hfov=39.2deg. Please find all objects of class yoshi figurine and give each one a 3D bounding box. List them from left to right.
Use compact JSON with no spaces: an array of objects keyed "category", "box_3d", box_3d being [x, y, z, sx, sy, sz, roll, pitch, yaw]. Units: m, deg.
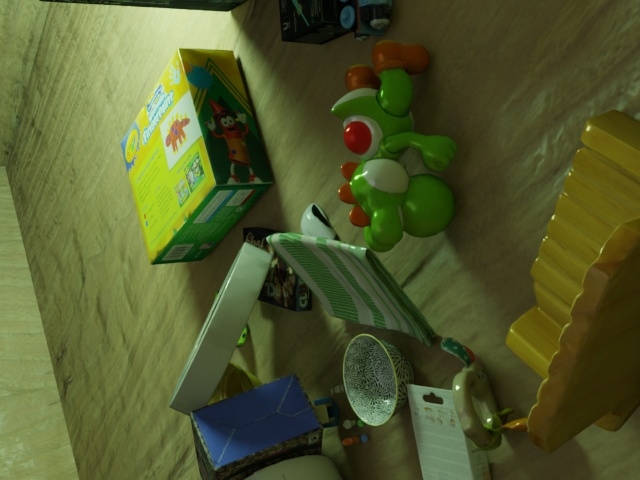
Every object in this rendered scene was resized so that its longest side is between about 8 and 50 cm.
[{"category":"yoshi figurine","box_3d":[0.145,-0.149,1.561,0.202,0.203,0.362,-7,69,18]}]

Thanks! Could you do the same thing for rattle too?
[{"category":"rattle","box_3d":[0.280,0.224,1.439,0.142,0.130,0.200,-41,32,38]}]

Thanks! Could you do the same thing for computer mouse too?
[{"category":"computer mouse","box_3d":[0.000,0.000,1.869,0.193,0.042,0.106,56,138,38]}]

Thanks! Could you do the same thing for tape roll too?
[{"category":"tape roll","box_3d":[-0.213,0.192,1.914,0.392,0.072,0.392,-156,90,-84]},{"category":"tape roll","box_3d":[-0.078,0.554,1.826,0.100,0.286,0.286,62,140,33]}]

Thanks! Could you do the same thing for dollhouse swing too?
[{"category":"dollhouse swing","box_3d":[0.316,0.045,1.145,0.315,0.304,0.347,45,130,46]}]

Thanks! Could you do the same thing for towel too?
[{"category":"towel","box_3d":[0.051,0.084,1.673,0.248,0.038,0.324,52,159,-28]}]

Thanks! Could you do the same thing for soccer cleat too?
[{"category":"soccer cleat","box_3d":[-0.224,0.200,2.234,0.072,0.060,0.179,107,150,-44]}]

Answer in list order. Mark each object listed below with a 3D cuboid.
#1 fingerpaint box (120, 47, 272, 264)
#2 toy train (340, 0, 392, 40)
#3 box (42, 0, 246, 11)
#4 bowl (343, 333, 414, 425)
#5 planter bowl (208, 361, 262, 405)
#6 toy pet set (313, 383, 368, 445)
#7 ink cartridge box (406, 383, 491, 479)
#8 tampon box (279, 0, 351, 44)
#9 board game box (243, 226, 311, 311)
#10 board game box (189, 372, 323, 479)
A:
[{"category":"fingerpaint box","box_3d":[-0.321,-0.198,2.236,0.445,0.163,0.371,-43,59,50]},{"category":"toy train","box_3d":[0.087,-0.465,1.656,0.105,0.080,0.184,-3,90,51]},{"category":"box","box_3d":[-0.308,-0.686,1.874,0.471,0.479,0.298,-8,89,58]},{"category":"bowl","box_3d":[0.121,0.255,1.674,0.170,0.080,0.170,9,100,56]},{"category":"planter bowl","box_3d":[-0.189,0.386,2.159,0.217,0.090,0.217,8,99,57]},{"category":"toy pet set","box_3d":[0.044,0.358,1.846,0.114,0.065,0.122,-16,81,21]},{"category":"ink cartridge box","box_3d":[0.219,0.336,1.546,0.145,0.045,0.179,-5,95,57]},{"category":"tampon box","box_3d":[0.000,-0.464,1.765,0.161,0.101,0.121,-4,90,58]},{"category":"board game box","box_3d":[-0.101,0.061,2.032,0.243,0.042,0.165,9,101,57]},{"category":"board game box","box_3d":[-0.130,0.440,1.866,0.291,0.232,0.141,92,154,-51]}]
